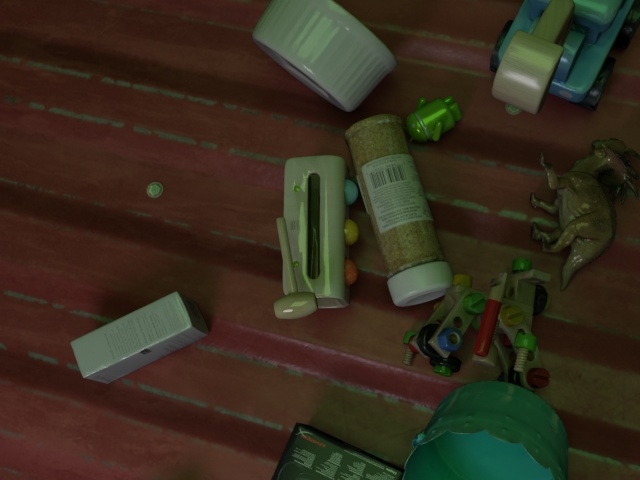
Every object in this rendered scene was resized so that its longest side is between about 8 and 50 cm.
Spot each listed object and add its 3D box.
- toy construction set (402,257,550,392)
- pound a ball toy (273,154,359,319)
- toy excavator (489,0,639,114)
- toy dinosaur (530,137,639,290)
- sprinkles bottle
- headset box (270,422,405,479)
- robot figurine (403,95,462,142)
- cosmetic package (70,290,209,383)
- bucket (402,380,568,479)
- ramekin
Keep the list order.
[{"bbox_3d":[0.300,0.116,1.578,0.257,0.309,0.237,17,75,5],"label":"toy construction set"},{"bbox_3d":[0.000,0.000,1.691,0.136,0.208,0.319,-2,76,9],"label":"pound a ball toy"},{"bbox_3d":[0.413,-0.371,1.585,0.222,0.445,0.433,26,82,15],"label":"toy excavator"},{"bbox_3d":[0.495,-0.058,1.670,0.200,0.127,0.295,0,82,3],"label":"toy dinosaur"},{"bbox_3d":[0.148,-0.059,1.725,0.121,0.121,0.355,-17,74,5],"label":"sprinkles bottle"},{"bbox_3d":[0.001,0.503,1.619,0.218,0.110,0.293,22,81,14],"label":"headset box"},{"bbox_3d":[0.217,-0.234,1.783,0.115,0.067,0.101,-28,46,2],"label":"robot figurine"},{"bbox_3d":[-0.345,0.189,1.752,0.231,0.117,0.085,-27,72,3],"label":"cosmetic package"},{"bbox_3d":[0.280,0.381,1.510,0.281,0.183,0.281,8,116,17],"label":"bucket"},{"bbox_3d":[0.001,-0.369,1.753,0.277,0.277,0.135,38,94,16],"label":"ramekin"}]
